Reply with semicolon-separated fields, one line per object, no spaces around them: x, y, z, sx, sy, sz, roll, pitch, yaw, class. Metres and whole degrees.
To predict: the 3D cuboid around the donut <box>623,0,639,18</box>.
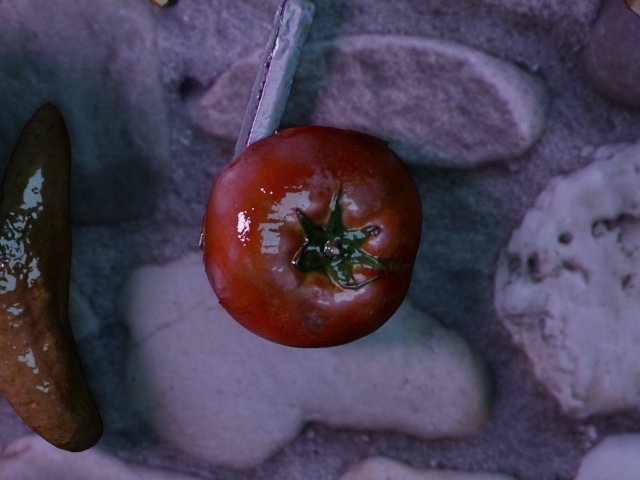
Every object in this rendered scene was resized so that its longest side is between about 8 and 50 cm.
0.433;-0.344;1.307;0.378;0.163;0.435;38;95;-15;donut

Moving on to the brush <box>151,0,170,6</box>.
-0.196;-0.278;1.326;0.043;0.014;0.170;-41;105;6;brush

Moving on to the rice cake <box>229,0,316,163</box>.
-0.050;-0.131;1.368;0.033;0.033;0.207;14;103;-19;rice cake

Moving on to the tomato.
-0.001;0.002;1.367;0.225;0.085;0.225;-4;108;-11;tomato

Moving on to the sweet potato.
-0.273;0.046;1.360;0.114;0.092;0.341;-13;107;-29;sweet potato
